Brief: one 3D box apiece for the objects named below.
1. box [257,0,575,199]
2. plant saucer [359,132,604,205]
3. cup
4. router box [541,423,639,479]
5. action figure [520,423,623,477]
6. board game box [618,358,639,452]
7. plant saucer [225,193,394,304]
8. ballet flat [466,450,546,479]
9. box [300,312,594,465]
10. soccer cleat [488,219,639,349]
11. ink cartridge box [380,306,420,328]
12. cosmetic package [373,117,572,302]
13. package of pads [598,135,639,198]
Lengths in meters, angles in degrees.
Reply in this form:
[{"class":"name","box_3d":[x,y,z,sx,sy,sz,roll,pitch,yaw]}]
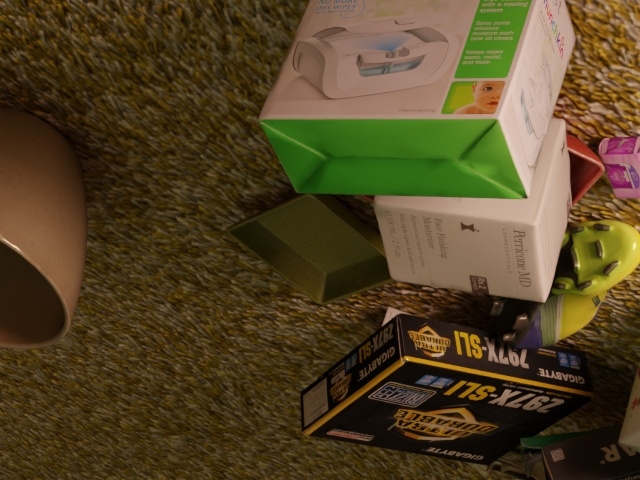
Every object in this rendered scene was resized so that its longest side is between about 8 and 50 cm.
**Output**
[{"class":"box","box_3d":[0.106,-0.167,1.552,0.262,0.231,0.126,3,143,27]},{"class":"plant saucer","box_3d":[0.174,-0.093,1.790,0.259,0.047,0.258,25,147,-5]},{"class":"cup","box_3d":[-0.450,-0.041,2.047,0.331,0.237,0.331,14,147,10]},{"class":"router box","box_3d":[0.469,0.334,2.081,0.309,0.081,0.243,-16,141,0]},{"class":"action figure","box_3d":[0.404,0.292,2.147,0.232,0.063,0.137,-13,167,4]},{"class":"board game box","box_3d":[0.541,0.205,1.852,0.303,0.224,0.097,28,149,-9]},{"class":"plant saucer","box_3d":[0.000,0.000,2.026,0.188,0.045,0.188,39,144,-25]},{"class":"ballet flat","box_3d":[0.280,0.352,2.369,0.168,0.052,0.057,12,146,15]},{"class":"box","box_3d":[0.173,0.213,2.080,0.322,0.079,0.257,14,143,-29]},{"class":"soccer cleat","box_3d":[0.327,0.053,1.904,0.121,0.093,0.289,2,152,-28]},{"class":"ink cartridge box","box_3d":[0.145,0.160,2.164,0.135,0.056,0.099,19,148,2]},{"class":"cosmetic package","box_3d":[0.174,-0.043,1.678,0.184,0.151,0.151,8,146,19]},{"class":"package of pads","box_3d":[0.352,-0.082,1.718,0.050,0.032,0.083,-1,141,28]}]
